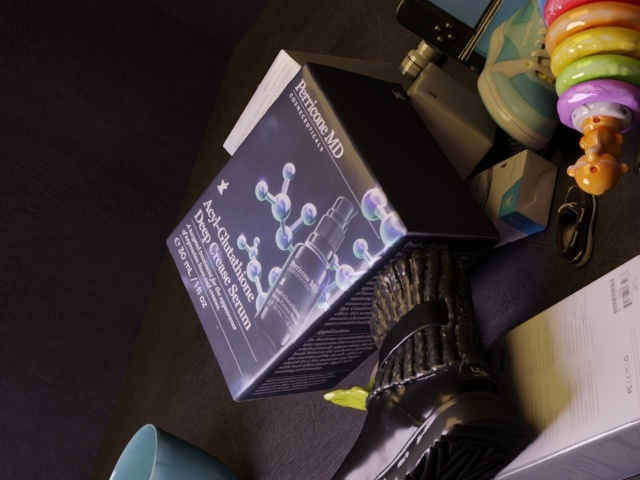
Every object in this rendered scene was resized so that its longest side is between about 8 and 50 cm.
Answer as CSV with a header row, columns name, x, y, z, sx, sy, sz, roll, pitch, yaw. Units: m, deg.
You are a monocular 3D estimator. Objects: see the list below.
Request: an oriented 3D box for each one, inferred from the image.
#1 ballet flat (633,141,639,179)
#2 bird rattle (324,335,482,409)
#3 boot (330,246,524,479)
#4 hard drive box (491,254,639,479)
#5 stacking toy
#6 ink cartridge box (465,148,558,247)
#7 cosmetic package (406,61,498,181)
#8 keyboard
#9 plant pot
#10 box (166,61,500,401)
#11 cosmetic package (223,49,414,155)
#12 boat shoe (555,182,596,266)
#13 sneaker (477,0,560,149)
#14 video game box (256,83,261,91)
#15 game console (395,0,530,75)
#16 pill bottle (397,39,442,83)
name,x,y,z,sx,sy,sz,roll,pitch,yaw
ballet flat,0.423,-0.150,0.937,0.203,0.074,0.074,-59,20,32
bird rattle,0.132,0.179,1.187,0.253,0.143,0.207,-45,11,36
boot,0.085,0.203,0.994,0.348,0.131,0.260,-49,35,28
hard drive box,0.286,0.152,0.880,0.232,0.089,0.181,-41,30,46
stacking toy,0.344,-0.191,1.011,0.175,0.166,0.302,0,68,24
ink cartridge box,0.257,-0.050,1.228,0.180,0.060,0.104,-28,40,58
cosmetic package,0.125,-0.092,1.390,0.365,0.155,0.197,-53,2,30
keyboard,0.293,-0.129,1.291,0.108,0.023,0.180,-67,20,-8
plant pot,-0.271,0.527,1.586,0.293,0.235,0.293,-51,23,32
box,0.000,0.000,1.202,0.395,0.212,0.293,-47,58,32
cosmetic package,0.033,-0.207,1.519,0.156,0.385,0.217,47,116,21
boat shoe,0.323,-0.026,1.073,0.046,0.038,0.125,-34,36,54
sneaker,0.335,-0.284,1.197,0.208,0.127,0.319,-47,21,39
video game box,-0.040,-0.354,2.107,0.187,0.205,0.048,-14,57,65
game console,0.296,-0.460,1.477,0.293,0.250,0.173,-58,-5,15
pill bottle,0.196,-0.349,1.721,0.120,0.067,0.067,-54,23,25
